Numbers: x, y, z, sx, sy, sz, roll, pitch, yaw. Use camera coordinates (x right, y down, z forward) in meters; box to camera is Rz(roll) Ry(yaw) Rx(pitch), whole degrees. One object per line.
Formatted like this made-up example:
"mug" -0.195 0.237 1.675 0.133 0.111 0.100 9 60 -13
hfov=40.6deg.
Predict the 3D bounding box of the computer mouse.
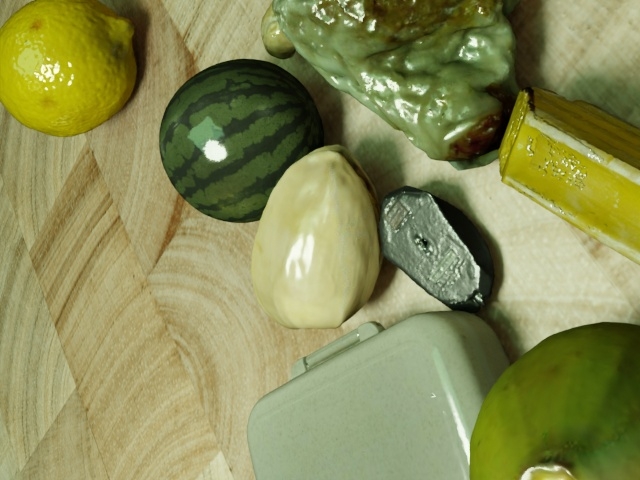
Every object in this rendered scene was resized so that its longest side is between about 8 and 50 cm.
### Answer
"computer mouse" 0.133 0.008 0.964 0.172 0.057 0.099 50 123 21

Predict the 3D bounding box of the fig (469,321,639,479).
"fig" 0.227 0.182 0.699 0.239 0.271 0.239 -8 75 31

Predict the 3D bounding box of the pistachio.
"pistachio" 0.000 0.000 1.029 0.157 0.157 0.229 26 112 45

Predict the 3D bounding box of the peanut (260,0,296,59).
"peanut" -0.030 -0.320 1.123 0.080 0.080 0.174 43 119 39

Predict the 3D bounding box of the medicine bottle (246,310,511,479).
"medicine bottle" 0.071 0.244 0.976 0.375 0.123 0.282 -35 66 42

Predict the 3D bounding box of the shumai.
"shumai" 0.078 -0.179 0.914 0.272 0.222 0.203 8 100 38

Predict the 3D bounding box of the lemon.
"lemon" -0.423 -0.297 1.445 0.253 0.228 0.228 -36 64 32

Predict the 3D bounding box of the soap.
"soap" 0.255 -0.056 0.752 0.257 0.160 0.080 39 119 42

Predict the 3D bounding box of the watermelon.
"watermelon" -0.097 -0.128 1.104 0.212 0.212 0.212 0 89 48
